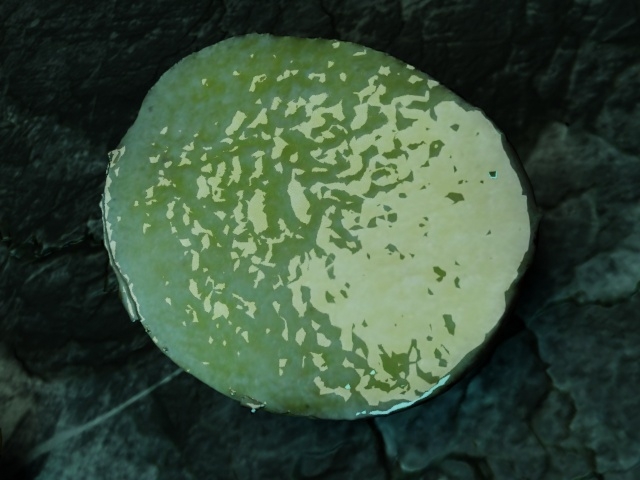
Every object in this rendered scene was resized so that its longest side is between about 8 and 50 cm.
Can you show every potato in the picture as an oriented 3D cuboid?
[{"bbox_3d":[0.000,0.000,0.644,0.299,0.116,0.239,22,80,28],"label":"potato"}]

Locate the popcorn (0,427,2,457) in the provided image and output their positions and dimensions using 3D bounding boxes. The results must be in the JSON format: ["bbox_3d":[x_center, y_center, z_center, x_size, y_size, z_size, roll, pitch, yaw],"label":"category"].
[{"bbox_3d":[-0.352,0.179,0.699,0.254,0.190,0.191,-26,58,11],"label":"popcorn"}]
